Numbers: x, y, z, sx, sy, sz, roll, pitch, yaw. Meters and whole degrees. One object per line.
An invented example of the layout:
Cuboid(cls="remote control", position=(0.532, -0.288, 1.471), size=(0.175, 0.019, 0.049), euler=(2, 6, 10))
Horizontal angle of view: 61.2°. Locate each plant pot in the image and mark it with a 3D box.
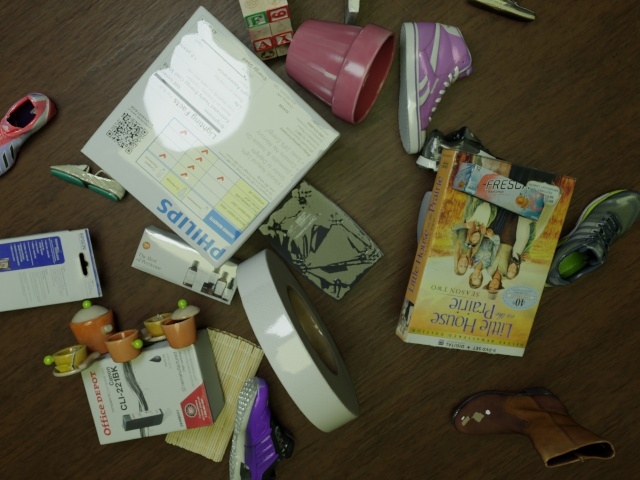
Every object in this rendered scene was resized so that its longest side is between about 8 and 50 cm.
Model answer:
Cuboid(cls="plant pot", position=(0.036, -0.368, 1.135), size=(0.180, 0.201, 0.201), euler=(27, 97, 11))

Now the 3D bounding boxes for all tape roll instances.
Cuboid(cls="tape roll", position=(-0.043, 0.196, 1.107), size=(0.072, 0.392, 0.392), euler=(-31, 98, 3))

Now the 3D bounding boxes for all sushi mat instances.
Cuboid(cls="sushi mat", position=(-0.256, 0.374, 1.314), size=(0.151, 0.019, 0.316), euler=(21, 97, -3))

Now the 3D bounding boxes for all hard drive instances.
Cuboid(cls="hard drive", position=(0.000, 0.000, 1.245), size=(0.255, 0.054, 0.172), euler=(43, 96, -6))

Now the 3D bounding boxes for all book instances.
Cuboid(cls="book", position=(0.068, -0.506, 1.127), size=(0.035, 0.144, 0.096), euler=(2, 98, -1))

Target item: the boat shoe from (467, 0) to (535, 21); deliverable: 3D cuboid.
Cuboid(cls="boat shoe", position=(0.399, -0.518, 1.176), size=(0.152, 0.056, 0.049), euler=(18, 103, -3))

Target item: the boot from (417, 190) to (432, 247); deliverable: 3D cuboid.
Cuboid(cls="boot", position=(0.293, 0.013, 1.243), size=(0.123, 0.095, 0.258), euler=(-3, 106, -7))

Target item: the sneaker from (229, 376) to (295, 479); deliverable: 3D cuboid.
Cuboid(cls="sneaker", position=(-0.129, 0.454, 1.286), size=(0.146, 0.102, 0.293), euler=(7, 109, -13))

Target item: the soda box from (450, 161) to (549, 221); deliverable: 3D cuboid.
Cuboid(cls="soda box", position=(0.359, -0.098, 1.085), size=(0.183, 0.063, 0.058), euler=(19, 98, -17))

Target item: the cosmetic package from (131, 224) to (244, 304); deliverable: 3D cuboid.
Cuboid(cls="cosmetic package", position=(-0.299, 0.056, 1.245), size=(0.239, 0.060, 0.098), euler=(22, 96, -4))

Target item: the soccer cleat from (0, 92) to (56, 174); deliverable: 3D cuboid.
Cuboid(cls="soccer cleat", position=(-0.683, -0.228, 1.181), size=(0.248, 0.095, 0.083), euler=(-43, 97, 5))

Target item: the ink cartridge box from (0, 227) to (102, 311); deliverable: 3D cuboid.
Cuboid(cls="ink cartridge box", position=(-0.666, 0.069, 1.241), size=(0.333, 0.065, 0.165), euler=(-7, 98, 1))

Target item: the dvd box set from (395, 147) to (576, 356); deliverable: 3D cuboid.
Cuboid(cls="dvd box set", position=(0.358, 0.036, 1.182), size=(0.308, 0.062, 0.420), euler=(11, 100, -16))

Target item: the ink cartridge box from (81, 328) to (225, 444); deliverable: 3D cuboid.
Cuboid(cls="ink cartridge box", position=(-0.383, 0.334, 1.246), size=(0.273, 0.114, 0.197), euler=(-12, 96, 6))

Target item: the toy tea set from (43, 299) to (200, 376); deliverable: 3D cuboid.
Cuboid(cls="toy tea set", position=(-0.427, 0.183, 1.196), size=(0.336, 0.200, 0.124), euler=(-13, 100, -2))

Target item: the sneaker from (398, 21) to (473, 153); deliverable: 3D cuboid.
Cuboid(cls="sneaker", position=(0.255, -0.330, 1.181), size=(0.161, 0.102, 0.282), euler=(0, 99, -5))

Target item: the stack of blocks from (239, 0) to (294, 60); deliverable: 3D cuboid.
Cuboid(cls="stack of blocks", position=(-0.134, -0.547, 1.103), size=(0.087, 0.171, 0.297), euler=(-15, 80, 1))

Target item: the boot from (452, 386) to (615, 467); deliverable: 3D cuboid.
Cuboid(cls="boot", position=(0.451, 0.432, 1.200), size=(0.264, 0.280, 0.096), euler=(-5, 98, 0))

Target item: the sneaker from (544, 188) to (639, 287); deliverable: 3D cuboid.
Cuboid(cls="sneaker", position=(0.618, 0.005, 1.221), size=(0.111, 0.121, 0.300), euler=(44, 95, -7))

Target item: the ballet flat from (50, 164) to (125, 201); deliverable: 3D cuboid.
Cuboid(cls="ballet flat", position=(-0.520, -0.141, 1.226), size=(0.168, 0.057, 0.052), euler=(24, 69, -8))

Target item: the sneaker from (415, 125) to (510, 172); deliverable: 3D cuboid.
Cuboid(cls="sneaker", position=(0.330, -0.193, 1.189), size=(0.234, 0.078, 0.106), euler=(6, 110, -14))

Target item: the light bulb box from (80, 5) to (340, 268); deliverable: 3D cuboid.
Cuboid(cls="light bulb box", position=(-0.211, -0.203, 1.126), size=(0.358, 0.225, 0.361), euler=(42, 96, -7))
